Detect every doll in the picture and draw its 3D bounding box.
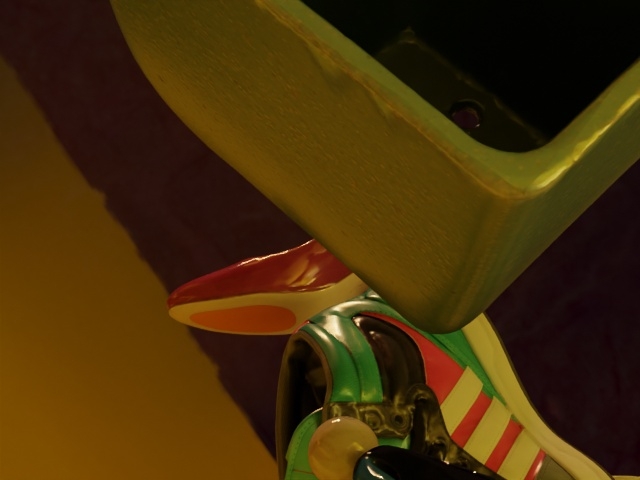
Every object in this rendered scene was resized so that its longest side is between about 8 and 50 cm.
[{"bbox_3d":[0.075,0.130,0.585,0.189,0.129,0.046,15,-93,30],"label":"doll"}]

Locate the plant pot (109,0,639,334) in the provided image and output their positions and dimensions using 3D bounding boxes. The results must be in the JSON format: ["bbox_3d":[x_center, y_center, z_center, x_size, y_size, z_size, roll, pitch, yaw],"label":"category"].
[{"bbox_3d":[0.057,-0.102,0.581,0.247,0.248,0.252,-41,161,-22],"label":"plant pot"}]

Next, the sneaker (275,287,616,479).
[{"bbox_3d":[0.062,0.144,0.725,0.178,0.124,0.295,-10,-132,-29],"label":"sneaker"}]

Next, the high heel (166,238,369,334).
[{"bbox_3d":[0.000,0.000,0.935,0.244,0.082,0.117,-11,-116,4],"label":"high heel"}]

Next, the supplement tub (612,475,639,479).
[{"bbox_3d":[0.265,0.318,1.053,0.144,0.144,0.200,-17,-125,38],"label":"supplement tub"}]
